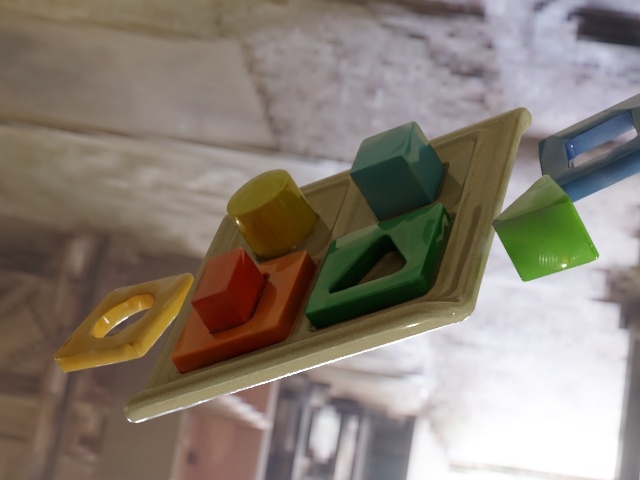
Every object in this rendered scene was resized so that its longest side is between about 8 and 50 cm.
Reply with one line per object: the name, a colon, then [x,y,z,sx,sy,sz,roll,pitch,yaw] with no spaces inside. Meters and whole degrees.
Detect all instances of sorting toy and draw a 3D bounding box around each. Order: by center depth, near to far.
sorting toy: [0.000,0.000,0.946,0.347,0.196,0.047,-19,114,27]
